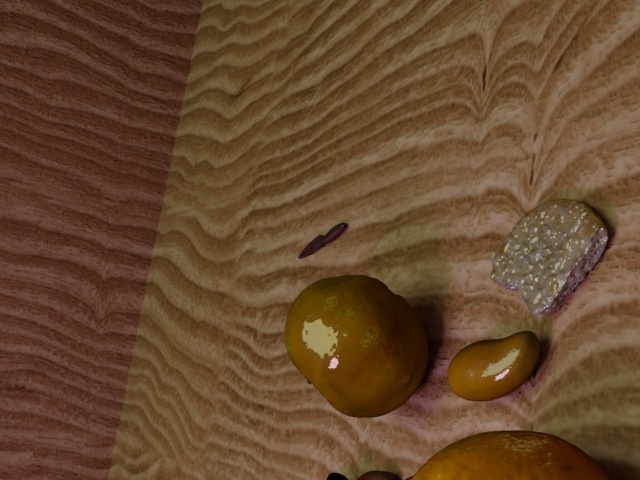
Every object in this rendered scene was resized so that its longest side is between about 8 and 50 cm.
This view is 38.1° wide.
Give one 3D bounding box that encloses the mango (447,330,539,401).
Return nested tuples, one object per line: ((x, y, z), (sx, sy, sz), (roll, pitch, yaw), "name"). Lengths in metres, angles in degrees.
((0.281, 0.203, 1.484), (0.184, 0.084, 0.102), (-30, 46, 44), "mango")

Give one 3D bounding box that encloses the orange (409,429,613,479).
((0.242, 0.412, 1.201), (0.340, 0.293, 0.341), (-44, 38, 49), "orange")

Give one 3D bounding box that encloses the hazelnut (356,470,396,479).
((0.106, 0.462, 1.714), (0.086, 0.086, 0.086), (-40, 42, 51), "hazelnut")

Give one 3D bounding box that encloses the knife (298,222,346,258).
((0.000, 0.000, 2.237), (0.247, 0.018, 0.036), (-33, 51, 56), "knife")

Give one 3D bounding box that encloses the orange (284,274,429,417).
((0.070, 0.190, 1.713), (0.235, 0.279, 0.279), (-42, 29, -2), "orange")

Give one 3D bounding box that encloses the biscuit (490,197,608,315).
((0.357, 0.030, 1.466), (0.265, 0.040, 0.188), (-27, 53, 59), "biscuit")

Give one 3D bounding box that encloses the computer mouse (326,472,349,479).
((0.028, 0.528, 1.785), (0.137, 0.096, 0.233), (-62, -5, -17), "computer mouse")

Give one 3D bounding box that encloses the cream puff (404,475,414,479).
((0.170, 0.474, 1.562), (0.149, 0.084, 0.149), (-167, 90, -68), "cream puff")
